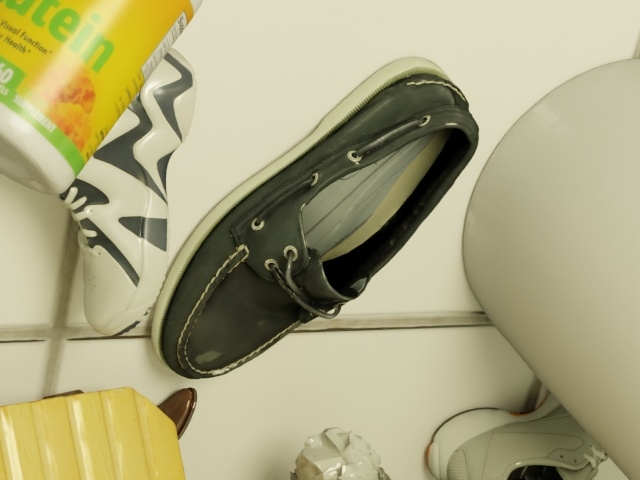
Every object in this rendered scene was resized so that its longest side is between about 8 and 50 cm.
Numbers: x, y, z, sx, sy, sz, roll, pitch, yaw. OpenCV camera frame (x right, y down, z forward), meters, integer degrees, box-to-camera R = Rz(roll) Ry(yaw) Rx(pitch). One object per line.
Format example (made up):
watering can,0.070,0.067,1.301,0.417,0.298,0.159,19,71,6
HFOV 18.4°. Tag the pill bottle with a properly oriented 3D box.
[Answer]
pill bottle,-0.167,-0.166,1.386,0.246,0.136,0.136,-56,131,-14

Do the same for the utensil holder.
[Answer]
utensil holder,0.341,0.060,1.666,0.327,0.385,0.328,-13,123,-21

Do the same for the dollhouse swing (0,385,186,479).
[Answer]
dollhouse swing,-0.123,0.283,1.472,0.346,0.315,0.305,-4,96,-49

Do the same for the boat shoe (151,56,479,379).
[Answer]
boat shoe,0.003,0.002,1.622,0.340,0.113,0.127,-42,130,1

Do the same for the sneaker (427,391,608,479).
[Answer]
sneaker,0.241,0.199,1.867,0.262,0.121,0.099,-21,127,-16

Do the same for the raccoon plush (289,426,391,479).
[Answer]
raccoon plush,0.154,0.318,1.815,0.299,0.216,0.446,-24,140,-21

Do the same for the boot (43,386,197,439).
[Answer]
boot,-0.174,0.145,1.669,0.114,0.037,0.106,36,96,-34

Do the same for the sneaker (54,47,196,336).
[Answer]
sneaker,-0.192,-0.040,1.506,0.153,0.094,0.235,3,117,-28
